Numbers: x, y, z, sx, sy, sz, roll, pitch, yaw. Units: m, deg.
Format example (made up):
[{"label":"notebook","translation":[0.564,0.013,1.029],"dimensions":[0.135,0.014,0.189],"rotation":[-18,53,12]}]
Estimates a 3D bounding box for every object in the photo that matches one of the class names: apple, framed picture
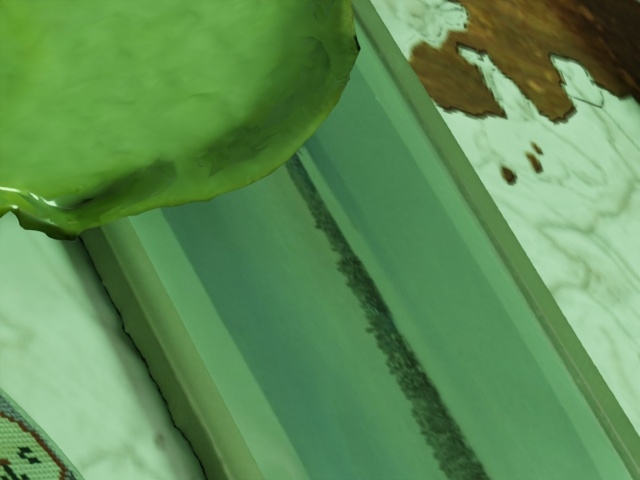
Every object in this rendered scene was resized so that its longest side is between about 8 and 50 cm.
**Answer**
[{"label":"apple","translation":[-0.147,-0.110,0.533],"dimensions":[0.346,0.254,0.179],"rotation":[15,84,-42]},{"label":"framed picture","translation":[0.000,0.000,0.708],"dimensions":[0.213,0.016,0.289],"rotation":[-3,56,-47]}]

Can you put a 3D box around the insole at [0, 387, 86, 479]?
[{"label":"insole","translation":[-0.067,0.084,0.518],"dimensions":[0.197,0.004,0.065],"rotation":[45,19,27]}]
